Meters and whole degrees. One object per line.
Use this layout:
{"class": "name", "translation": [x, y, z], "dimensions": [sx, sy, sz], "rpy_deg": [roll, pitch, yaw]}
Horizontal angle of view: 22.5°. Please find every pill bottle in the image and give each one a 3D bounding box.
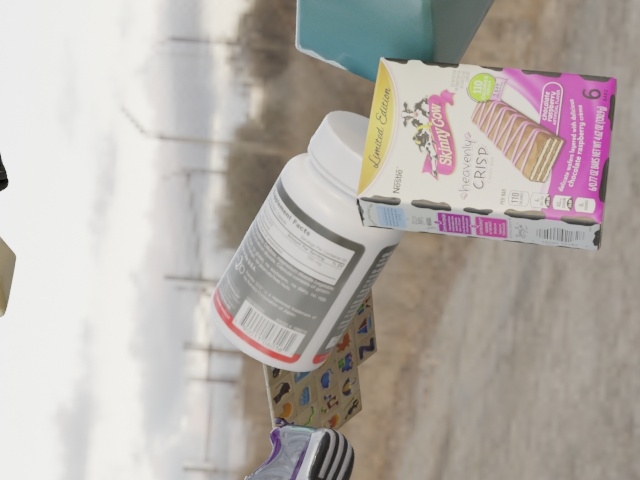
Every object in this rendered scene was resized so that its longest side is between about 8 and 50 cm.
{"class": "pill bottle", "translation": [0.000, 0.000, 1.885], "dimensions": [0.283, 0.161, 0.161], "rpy_deg": [-59, 13, 24]}

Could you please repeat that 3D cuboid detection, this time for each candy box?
{"class": "candy box", "translation": [0.162, -0.085, 1.552], "dimensions": [0.071, 0.233, 0.159], "rpy_deg": [73, -155, -65]}

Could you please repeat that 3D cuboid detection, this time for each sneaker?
{"class": "sneaker", "translation": [-0.047, 0.287, 1.597], "dimensions": [0.083, 0.098, 0.223], "rpy_deg": [38, -109, -44]}

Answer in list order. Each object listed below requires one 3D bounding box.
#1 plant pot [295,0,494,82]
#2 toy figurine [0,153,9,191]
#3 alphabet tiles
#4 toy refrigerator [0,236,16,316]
{"class": "plant pot", "translation": [0.078, -0.285, 1.605], "dimensions": [0.165, 0.165, 0.234], "rpy_deg": [-60, -14, -21]}
{"class": "toy figurine", "translation": [-0.485, -0.096, 1.824], "dimensions": [0.209, 0.213, 0.148], "rpy_deg": [10, -130, -55]}
{"class": "alphabet tiles", "translation": [0.004, 0.167, 2.105], "dimensions": [0.198, 0.009, 0.237], "rpy_deg": [-36, -43, -32]}
{"class": "toy refrigerator", "translation": [-0.410, -0.023, 1.537], "dimensions": [0.094, 0.102, 0.269], "rpy_deg": [-89, -25, -45]}
